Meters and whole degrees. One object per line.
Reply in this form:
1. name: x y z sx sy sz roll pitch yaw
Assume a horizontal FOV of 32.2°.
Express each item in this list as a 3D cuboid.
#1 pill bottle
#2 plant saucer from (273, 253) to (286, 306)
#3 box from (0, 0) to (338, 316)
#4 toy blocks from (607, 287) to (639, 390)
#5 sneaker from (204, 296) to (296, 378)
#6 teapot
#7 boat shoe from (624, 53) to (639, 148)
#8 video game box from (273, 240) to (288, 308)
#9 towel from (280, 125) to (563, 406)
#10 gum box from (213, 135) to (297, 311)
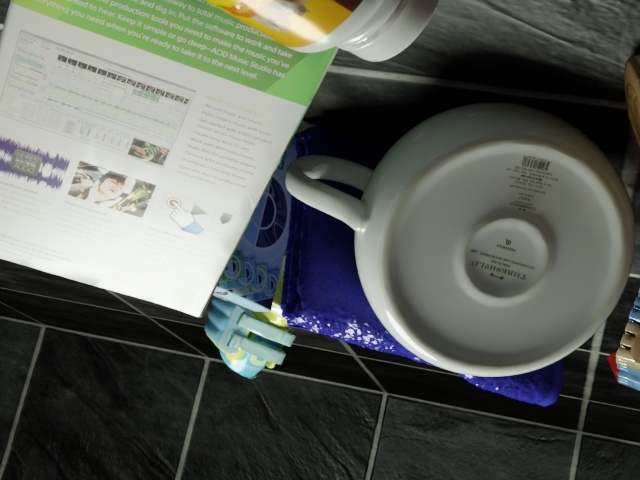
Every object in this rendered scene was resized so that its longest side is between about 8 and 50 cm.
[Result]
1. pill bottle: -0.031 -0.184 0.633 0.215 0.117 0.117 23 162 -35
2. plant saucer: 0.045 0.050 1.187 0.188 0.045 0.188 -1 -167 -32
3. box: -0.147 -0.090 0.877 0.232 0.058 0.322 18 130 -16
4. toy blocks: 0.489 0.147 1.374 0.261 0.191 0.381 20 169 20
5. sneaker: -0.031 0.084 1.470 0.127 0.208 0.319 26 160 -37
6. teapot: 0.138 -0.015 0.982 0.256 0.252 0.187 57 -174 -19
7. boat shoe: 0.338 -0.026 0.866 0.123 0.123 0.342 -24 125 18
8. video game box: 0.000 0.000 1.256 0.205 0.048 0.187 -26 154 15
9. towel: 0.102 0.029 1.104 0.308 0.228 0.076 21 143 -24
10. gum box: -0.091 -0.040 1.099 0.041 0.184 0.157 1 160 41
